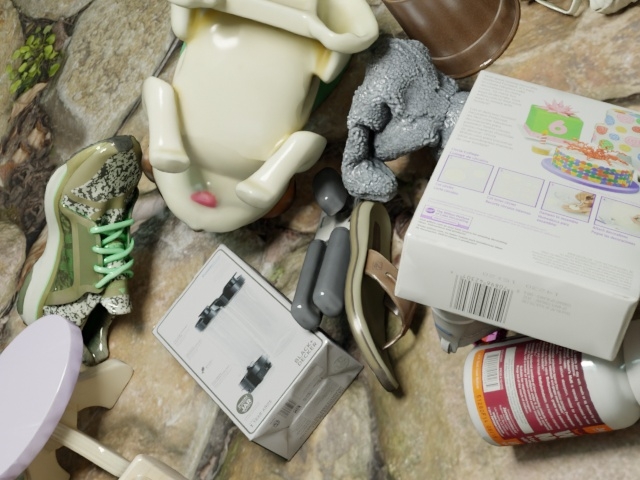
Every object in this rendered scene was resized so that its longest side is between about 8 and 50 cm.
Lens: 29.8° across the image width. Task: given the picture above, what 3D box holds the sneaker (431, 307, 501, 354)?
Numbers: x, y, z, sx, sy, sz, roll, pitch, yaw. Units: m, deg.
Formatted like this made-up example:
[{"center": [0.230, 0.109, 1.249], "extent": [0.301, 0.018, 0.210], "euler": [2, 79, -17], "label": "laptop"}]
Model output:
[{"center": [0.231, 0.033, 1.401], "extent": [0.281, 0.115, 0.105], "euler": [-26, 51, -25], "label": "sneaker"}]

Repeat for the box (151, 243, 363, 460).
[{"center": [-0.092, 0.146, 1.646], "extent": [0.169, 0.087, 0.290], "euler": [-53, 44, -1], "label": "box"}]

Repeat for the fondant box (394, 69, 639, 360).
[{"center": [0.244, -0.040, 1.321], "extent": [0.238, 0.096, 0.330], "euler": [17, 44, 11], "label": "fondant box"}]

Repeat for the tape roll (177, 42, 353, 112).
[{"center": [-0.089, -0.314, 1.950], "extent": [0.321, 0.077, 0.321], "euler": [-20, 53, 29], "label": "tape roll"}]

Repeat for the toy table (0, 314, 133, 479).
[{"center": [-0.395, 0.263, 1.768], "extent": [0.274, 0.161, 0.252], "euler": [-52, 44, 1], "label": "toy table"}]

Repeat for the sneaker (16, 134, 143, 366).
[{"center": [-0.324, 0.026, 1.822], "extent": [0.182, 0.158, 0.410], "euler": [43, 130, 26], "label": "sneaker"}]

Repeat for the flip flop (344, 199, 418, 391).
[{"center": [0.086, 0.062, 1.555], "extent": [0.080, 0.112, 0.277], "euler": [-11, 50, 17], "label": "flip flop"}]

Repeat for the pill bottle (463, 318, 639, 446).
[{"center": [0.278, 0.152, 1.312], "extent": [0.221, 0.121, 0.121], "euler": [-15, 54, 32], "label": "pill bottle"}]

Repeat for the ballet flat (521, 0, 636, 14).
[{"center": [0.361, -0.340, 1.605], "extent": [0.248, 0.086, 0.086], "euler": [17, 75, 46], "label": "ballet flat"}]

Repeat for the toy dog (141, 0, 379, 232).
[{"center": [-0.125, -0.196, 1.676], "extent": [0.395, 0.284, 0.408], "euler": [-97, 22, -56], "label": "toy dog"}]

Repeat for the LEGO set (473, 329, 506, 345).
[{"center": [0.190, 0.018, 1.497], "extent": [0.093, 0.087, 0.227], "euler": [0, 62, 39], "label": "LEGO set"}]

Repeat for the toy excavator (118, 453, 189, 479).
[{"center": [-0.124, 0.401, 1.385], "extent": [0.445, 0.433, 0.222], "euler": [38, 90, 18], "label": "toy excavator"}]

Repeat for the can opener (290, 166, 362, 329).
[{"center": [0.000, 0.000, 1.613], "extent": [0.076, 0.095, 0.283], "euler": [-31, 22, 26], "label": "can opener"}]

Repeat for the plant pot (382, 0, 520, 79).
[{"center": [0.169, -0.339, 1.689], "extent": [0.167, 0.165, 0.167], "euler": [-21, 52, 29], "label": "plant pot"}]

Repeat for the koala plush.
[{"center": [0.163, -0.148, 1.570], "extent": [0.221, 0.203, 0.196], "euler": [21, 50, 17], "label": "koala plush"}]
